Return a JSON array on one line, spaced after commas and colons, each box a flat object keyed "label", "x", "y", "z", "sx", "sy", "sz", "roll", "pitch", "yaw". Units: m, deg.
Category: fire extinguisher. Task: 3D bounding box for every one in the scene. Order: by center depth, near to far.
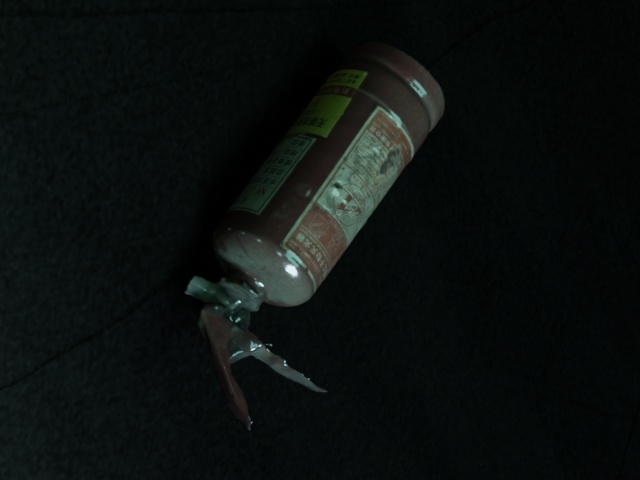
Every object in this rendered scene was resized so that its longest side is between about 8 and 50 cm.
[{"label": "fire extinguisher", "x": -0.003, "y": -0.005, "z": 1.075, "sx": 0.252, "sy": 0.106, "sz": 0.075, "roll": -54, "pitch": 155, "yaw": -24}]
